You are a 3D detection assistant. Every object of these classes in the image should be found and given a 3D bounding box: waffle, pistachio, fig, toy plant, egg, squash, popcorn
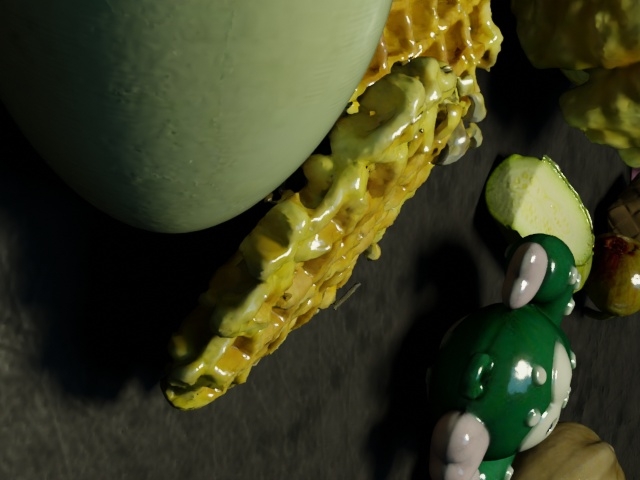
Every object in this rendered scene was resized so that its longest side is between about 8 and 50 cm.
[{"bbox_3d":[-0.002,-0.002,0.884,0.262,0.060,0.280,-47,173,-6],"label":"waffle"},{"bbox_3d":[0.216,0.237,1.375,0.185,0.126,0.108,-21,72,-51],"label":"pistachio"},{"bbox_3d":[0.297,0.044,1.473,0.082,0.084,0.098,-49,140,-44],"label":"fig"},{"bbox_3d":[0.152,0.115,1.220,0.233,0.112,0.243,-63,159,-20],"label":"toy plant"},{"bbox_3d":[-0.069,-0.136,0.708,0.218,0.218,0.296,-44,147,-45],"label":"egg"},{"bbox_3d":[0.055,-0.193,1.044,0.283,0.065,0.310,27,78,-55],"label":"waffle"},{"bbox_3d":[0.215,0.004,1.337,0.200,0.075,0.090,52,28,-52],"label":"squash"},{"bbox_3d":[0.307,-0.234,1.275,0.279,0.274,0.336,26,63,-28],"label":"popcorn"}]

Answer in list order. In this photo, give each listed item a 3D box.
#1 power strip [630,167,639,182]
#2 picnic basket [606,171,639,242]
[{"bbox_3d":[0.419,-0.105,1.682,0.279,0.037,0.109,-14,109,-57],"label":"power strip"},{"bbox_3d":[0.390,0.012,1.518,0.128,0.178,0.138,-41,137,-43],"label":"picnic basket"}]
